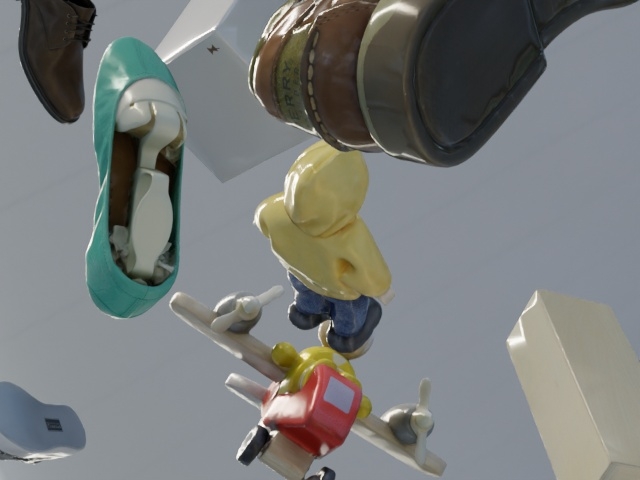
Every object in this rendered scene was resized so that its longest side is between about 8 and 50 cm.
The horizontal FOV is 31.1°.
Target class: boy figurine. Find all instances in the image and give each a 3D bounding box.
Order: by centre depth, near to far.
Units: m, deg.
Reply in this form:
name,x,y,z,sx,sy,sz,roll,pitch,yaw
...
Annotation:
name,x,y,z,sx,sy,sz,roll,pitch,yaw
boy figurine,0.000,0.000,1.207,0.092,0.177,0.285,-48,-29,-28

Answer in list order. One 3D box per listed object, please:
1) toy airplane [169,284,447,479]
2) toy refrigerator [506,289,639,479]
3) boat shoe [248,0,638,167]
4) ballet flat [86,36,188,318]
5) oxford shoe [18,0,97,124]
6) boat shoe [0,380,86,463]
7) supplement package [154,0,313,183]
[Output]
name,x,y,z,sx,sy,sz,roll,pitch,yaw
toy airplane,-0.009,0.219,1.775,0.272,0.384,0.386,-57,-38,0
toy refrigerator,0.289,0.178,1.228,0.102,0.269,0.094,13,-58,-17
boat shoe,0.086,-0.149,0.558,0.307,0.104,0.111,-40,-51,-36
ballet flat,-0.141,-0.059,0.946,0.083,0.087,0.247,11,-107,-34
oxford shoe,-0.329,-0.262,1.460,0.082,0.096,0.227,-19,-79,-57
boat shoe,-0.337,0.208,1.262,0.076,0.080,0.228,-23,-15,7
supplement package,-0.075,-0.251,1.454,0.177,0.175,0.293,46,-135,-22
